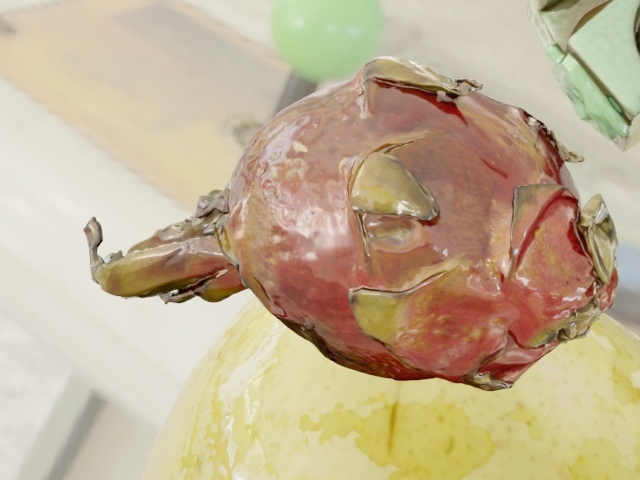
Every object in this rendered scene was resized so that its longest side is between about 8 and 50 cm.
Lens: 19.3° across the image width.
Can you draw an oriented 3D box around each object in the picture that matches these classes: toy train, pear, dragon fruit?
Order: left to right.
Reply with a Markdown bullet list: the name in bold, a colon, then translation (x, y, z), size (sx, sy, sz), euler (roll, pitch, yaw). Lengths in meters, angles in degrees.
- **dragon fruit**: translation (0.000, 0.000, 0.754), size (0.246, 0.125, 0.125), euler (-9, -17, 37)
- **pear**: translation (0.049, 0.151, 0.981), size (0.309, 0.309, 0.309), euler (19, 24, -9)
- **toy train**: translation (0.281, -0.200, 1.238), size (0.159, 0.326, 0.129), euler (51, -1, 9)
